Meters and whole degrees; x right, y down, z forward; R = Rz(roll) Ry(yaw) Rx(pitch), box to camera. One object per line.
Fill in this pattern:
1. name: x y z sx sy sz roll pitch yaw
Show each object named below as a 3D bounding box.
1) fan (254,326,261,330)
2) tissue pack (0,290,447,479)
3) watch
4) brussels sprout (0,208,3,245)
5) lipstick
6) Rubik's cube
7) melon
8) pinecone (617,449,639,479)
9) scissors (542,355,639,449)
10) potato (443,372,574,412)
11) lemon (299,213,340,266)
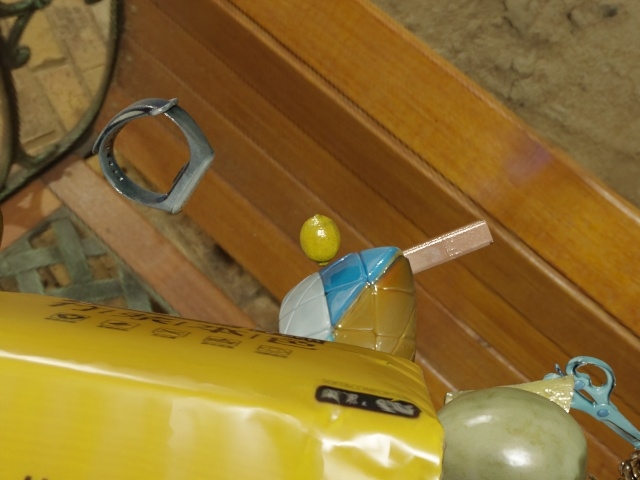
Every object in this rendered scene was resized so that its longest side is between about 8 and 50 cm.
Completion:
1. fan: -0.152 0.384 2.178 0.023 0.057 0.282 -11 102 10
2. tissue pack: -0.117 0.170 0.550 0.381 0.293 0.229 8 88 5
3. watch: -0.292 -0.156 1.327 0.193 0.068 0.206 37 122 -3
4. brussels sprout: -0.329 -0.005 0.600 0.155 0.117 0.155 0 102 -2
5. lipstick: 0.204 0.012 1.231 0.045 0.145 0.045 -77 -35 -87
6. Rubik's cube: 0.045 0.139 1.190 0.254 0.254 0.255 23 130 30
7. melon: 0.354 0.400 1.415 0.307 0.272 0.272 17 141 -17
8. pinecone: 0.512 0.385 1.144 0.140 0.140 0.121 29 156 26
9. scissors: 0.698 0.410 1.869 0.393 0.032 0.180 40 124 -22
10. potato: 0.392 0.386 1.644 0.255 0.270 0.112 17 161 14
11. lemon: 0.000 0.000 1.121 0.062 0.062 0.083 10 118 39
